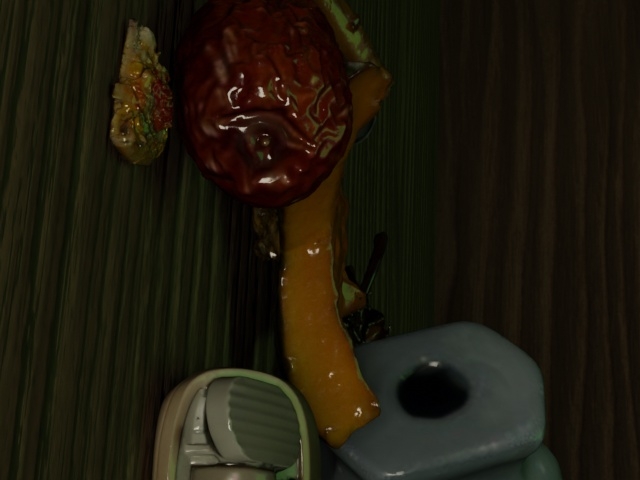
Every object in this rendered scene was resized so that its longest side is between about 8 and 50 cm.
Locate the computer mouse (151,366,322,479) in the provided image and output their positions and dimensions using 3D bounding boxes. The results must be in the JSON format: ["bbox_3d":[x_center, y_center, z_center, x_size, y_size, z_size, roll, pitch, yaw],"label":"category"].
[{"bbox_3d":[-0.043,0.154,0.950,0.236,0.082,0.145,66,26,-73],"label":"computer mouse"}]

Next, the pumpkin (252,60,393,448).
[{"bbox_3d":[-0.004,-0.024,1.157,0.258,0.095,0.290,-103,-170,-67],"label":"pumpkin"}]

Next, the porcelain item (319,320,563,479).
[{"bbox_3d":[0.093,0.262,1.376,0.405,0.243,0.178,88,-17,-45],"label":"porcelain item"}]

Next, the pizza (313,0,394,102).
[{"bbox_3d":[-0.006,-0.187,1.170,0.184,0.036,0.176,54,6,-16],"label":"pizza"}]

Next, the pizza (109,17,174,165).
[{"bbox_3d":[-0.090,-0.077,0.819,0.083,0.025,0.078,-44,135,-78],"label":"pizza"}]

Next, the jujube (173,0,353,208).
[{"bbox_3d":[-0.036,-0.093,0.930,0.176,0.109,0.112,-97,-154,-62],"label":"jujube"}]

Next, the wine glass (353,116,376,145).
[{"bbox_3d":[0.020,-0.138,1.466,0.155,0.073,0.073,-77,165,-72],"label":"wine glass"}]

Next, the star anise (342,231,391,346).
[{"bbox_3d":[0.035,0.098,1.487,0.234,0.073,0.177,-26,108,-63],"label":"star anise"}]
